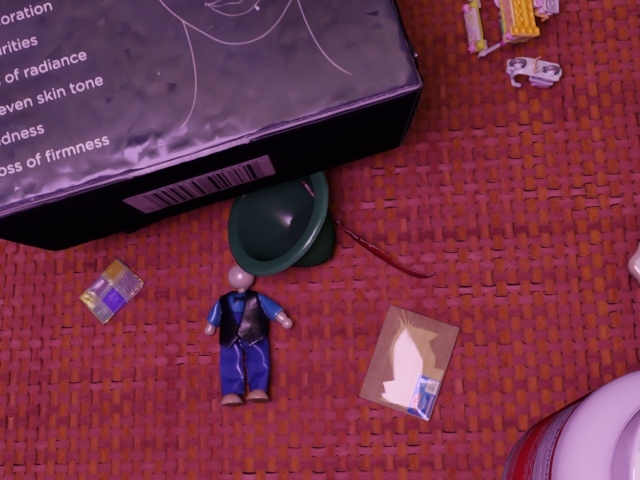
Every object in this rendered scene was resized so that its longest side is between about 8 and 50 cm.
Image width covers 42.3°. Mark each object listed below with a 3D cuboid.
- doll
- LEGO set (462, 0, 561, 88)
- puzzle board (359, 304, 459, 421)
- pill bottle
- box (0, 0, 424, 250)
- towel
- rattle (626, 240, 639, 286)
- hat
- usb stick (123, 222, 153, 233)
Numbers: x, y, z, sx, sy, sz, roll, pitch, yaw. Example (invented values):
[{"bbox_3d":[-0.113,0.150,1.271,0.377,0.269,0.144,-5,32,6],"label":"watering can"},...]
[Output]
[{"bbox_3d":[-0.099,0.122,1.109,0.129,0.046,0.189,-12,70,16],"label":"doll"},{"bbox_3d":[0.271,-0.348,1.140,0.132,0.107,0.287,18,75,-22],"label":"LEGO set"},{"bbox_3d":[0.116,0.160,1.084,0.096,0.011,0.128,18,82,11],"label":"puzzle board"},{"bbox_3d":[0.322,0.252,0.810,0.228,0.408,0.229,0,71,1],"label":"pill bottle"},{"bbox_3d":[-0.187,-0.285,0.938,0.479,0.297,0.472,-17,85,0],"label":"box"},{"bbox_3d":[-0.296,0.070,1.172,0.083,0.009,0.060,-45,76,-2],"label":"towel"},{"bbox_3d":[0.475,-0.003,0.997,0.199,0.143,0.130,-34,56,7],"label":"rattle"},{"bbox_3d":[0.000,0.000,1.134,0.173,0.183,0.209,-43,47,18],"label":"hat"},{"bbox_3d":[-0.173,-0.094,1.168,0.277,0.045,0.077,-24,77,3],"label":"usb stick"}]
